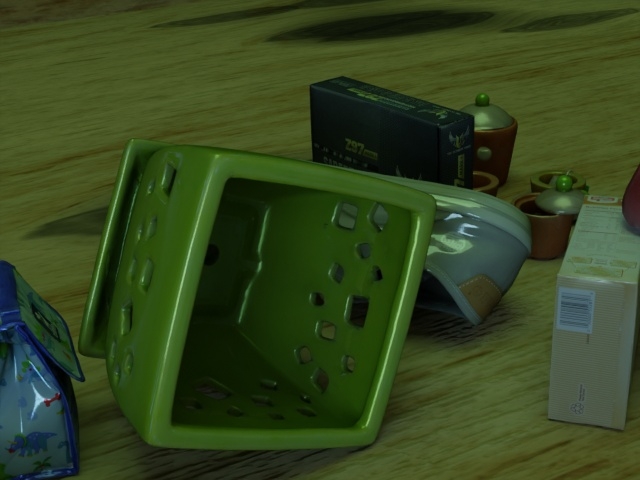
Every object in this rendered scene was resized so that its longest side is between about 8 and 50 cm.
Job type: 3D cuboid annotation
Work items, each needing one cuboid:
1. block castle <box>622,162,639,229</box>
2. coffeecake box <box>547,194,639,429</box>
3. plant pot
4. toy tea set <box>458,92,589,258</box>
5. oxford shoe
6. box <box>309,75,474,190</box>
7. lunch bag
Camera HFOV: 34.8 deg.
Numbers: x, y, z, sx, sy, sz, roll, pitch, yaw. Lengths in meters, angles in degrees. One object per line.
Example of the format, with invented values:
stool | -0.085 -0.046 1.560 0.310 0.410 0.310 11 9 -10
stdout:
block castle | 0.523 -0.040 0.859 0.453 0.213 0.303 27 50 25
coffeecake box | 0.257 0.058 0.928 0.068 0.142 0.185 6 25 20
plant pot | -0.068 0.033 0.863 0.228 0.227 0.207 9 8 -36
toy tea set | 0.228 -0.096 1.293 0.200 0.124 0.336 -17 28 -30
oxford shoe | 0.000 0.000 1.097 0.449 0.130 0.169 10 -18 28
box | 0.080 -0.081 1.203 0.059 0.183 0.232 -20 30 -34
lunch bag | -0.252 0.107 0.854 0.096 0.151 0.129 -11 25 -18
